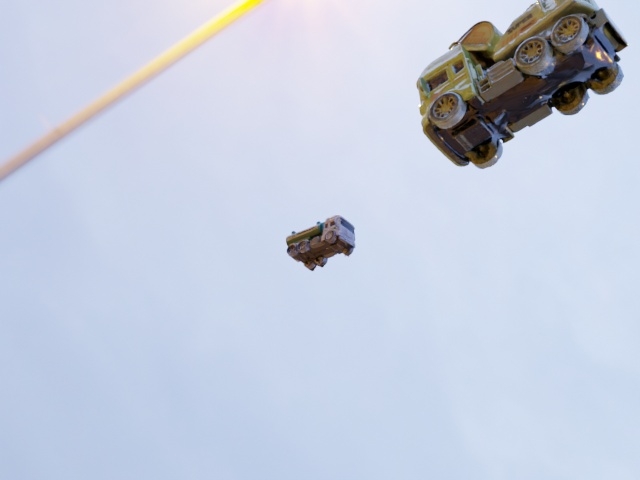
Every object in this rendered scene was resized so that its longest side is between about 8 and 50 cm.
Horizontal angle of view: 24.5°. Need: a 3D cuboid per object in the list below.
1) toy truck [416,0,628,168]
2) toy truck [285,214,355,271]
[{"bbox_3d":[0.176,-0.160,1.330,0.191,0.116,0.085,-32,-46,22],"label":"toy truck"},{"bbox_3d":[0.000,0.000,1.605,0.083,0.044,0.039,-21,-43,35],"label":"toy truck"}]
